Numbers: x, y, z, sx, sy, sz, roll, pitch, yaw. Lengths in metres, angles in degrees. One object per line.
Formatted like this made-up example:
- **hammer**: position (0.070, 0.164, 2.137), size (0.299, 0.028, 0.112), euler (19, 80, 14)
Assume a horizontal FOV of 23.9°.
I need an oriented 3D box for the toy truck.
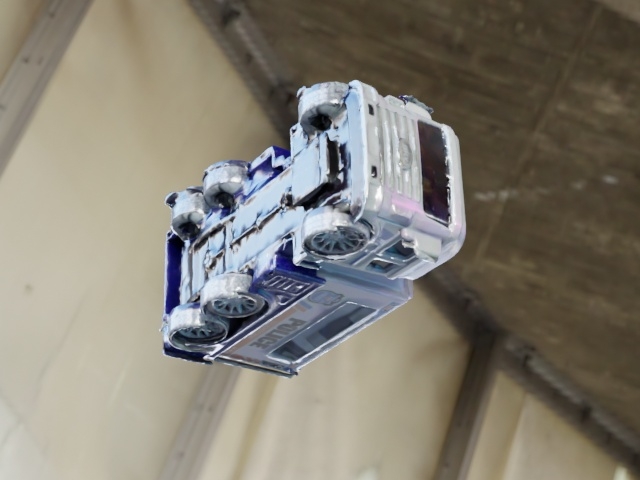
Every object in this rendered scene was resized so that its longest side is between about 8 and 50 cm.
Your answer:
- **toy truck**: position (0.000, 0.000, 1.106), size (0.155, 0.124, 0.268), euler (17, -32, -31)
